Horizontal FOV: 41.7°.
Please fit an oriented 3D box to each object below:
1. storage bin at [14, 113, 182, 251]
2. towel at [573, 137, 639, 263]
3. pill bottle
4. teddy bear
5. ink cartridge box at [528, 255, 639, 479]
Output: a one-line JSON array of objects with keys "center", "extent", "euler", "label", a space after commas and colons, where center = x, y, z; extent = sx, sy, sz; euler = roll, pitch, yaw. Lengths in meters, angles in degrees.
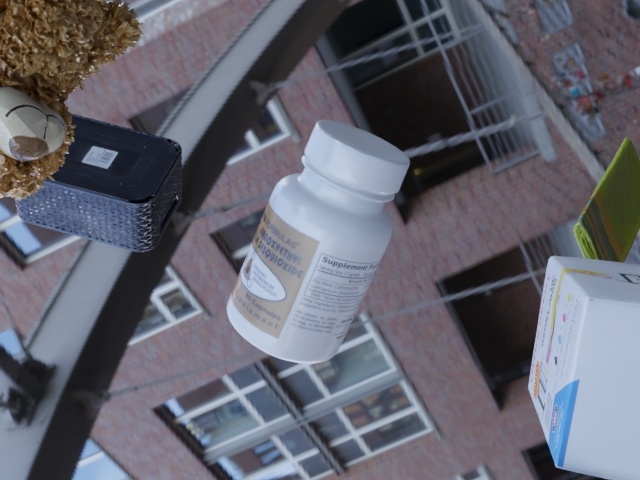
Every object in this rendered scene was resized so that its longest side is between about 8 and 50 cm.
[{"center": [-0.268, -0.073, 1.017], "extent": [0.084, 0.180, 0.122], "euler": [99, -172, -46], "label": "storage bin"}, {"center": [0.380, -0.037, 1.073], "extent": [0.237, 0.021, 0.102], "euler": [-47, -63, -43], "label": "towel"}, {"center": [0.000, 0.000, 0.871], "extent": [0.131, 0.229, 0.131], "euler": [21, -160, -8], "label": "pill bottle"}, {"center": [-0.229, -0.192, 0.680], "extent": [0.245, 0.113, 0.338], "euler": [73, -144, -69], "label": "teddy bear"}, {"center": [0.321, 0.125, 0.867], "extent": [0.232, 0.168, 0.171], "euler": [-50, -33, -79], "label": "ink cartridge box"}]
